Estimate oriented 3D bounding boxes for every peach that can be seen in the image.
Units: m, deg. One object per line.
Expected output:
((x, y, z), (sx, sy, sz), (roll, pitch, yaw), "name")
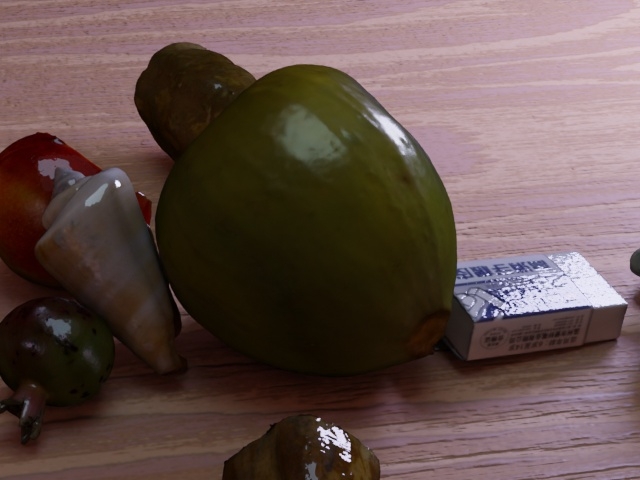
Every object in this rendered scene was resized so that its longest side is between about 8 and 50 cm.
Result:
((-0.299, -0.041, 1.965), (0.192, 0.190, 0.190), (-19, 33, -3), "peach")

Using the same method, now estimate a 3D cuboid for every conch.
((-0.237, 0.037, 1.818), (0.127, 0.255, 0.158), (-20, -7, -3), "conch")

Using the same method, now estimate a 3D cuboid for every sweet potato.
((-0.110, -0.136, 2.176), (0.158, 0.157, 0.370), (-18, 38, -31), "sweet potato")

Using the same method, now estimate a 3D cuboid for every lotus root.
((-0.017, 0.237, 1.617), (0.159, 0.095, 0.135), (-6, 35, -3), "lotus root")

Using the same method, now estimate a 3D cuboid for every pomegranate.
((-0.294, 0.132, 1.752), (0.129, 0.129, 0.159), (30, 65, 37), "pomegranate")

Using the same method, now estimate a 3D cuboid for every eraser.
((0.233, 0.072, 1.921), (0.210, 0.068, 0.124), (-6, 33, -24), "eraser")

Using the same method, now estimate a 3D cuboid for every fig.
((-0.002, -0.008, 1.812), (0.343, 0.343, 0.343), (2, 31, -1), "fig")

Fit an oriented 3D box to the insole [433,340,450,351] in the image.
((0.046, 0.073, 1.972), (0.348, 0.009, 0.119), (15, 34, 20), "insole")

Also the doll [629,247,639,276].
((0.474, 0.056, 1.923), (0.228, 0.154, 0.258), (10, 38, 5), "doll")
